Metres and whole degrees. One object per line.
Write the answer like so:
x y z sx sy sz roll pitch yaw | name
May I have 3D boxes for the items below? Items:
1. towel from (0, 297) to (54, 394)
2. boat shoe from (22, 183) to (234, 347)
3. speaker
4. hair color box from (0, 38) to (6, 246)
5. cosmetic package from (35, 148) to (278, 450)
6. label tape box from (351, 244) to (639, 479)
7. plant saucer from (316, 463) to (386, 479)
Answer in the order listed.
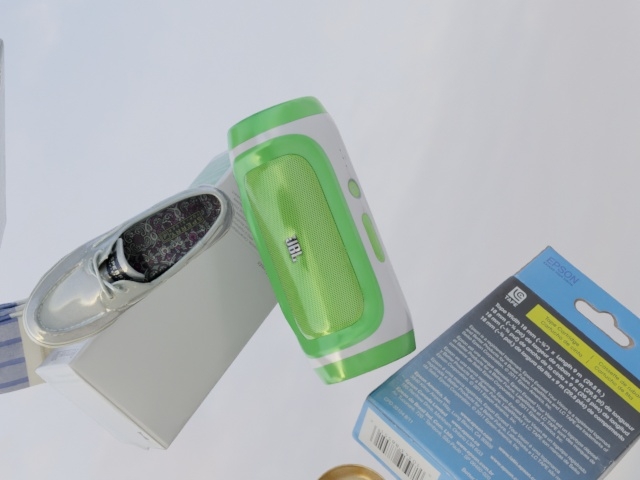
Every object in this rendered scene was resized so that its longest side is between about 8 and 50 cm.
-0.359 0.132 1.717 0.285 0.034 0.209 -15 -35 -17 | towel
-0.180 0.018 1.076 0.227 0.079 0.081 -35 -2 -6 | boat shoe
0.000 0.000 1.266 0.131 0.131 0.297 -16 -96 -66 | speaker
-0.431 -0.078 1.214 0.374 0.185 0.114 118 161 -61 | hair color box
-0.152 0.061 1.393 0.365 0.155 0.197 -52 15 -23 | cosmetic package
0.240 0.191 1.354 0.333 0.240 0.106 -35 -24 -30 | label tape box
0.028 0.234 1.000 0.083 0.083 0.015 -68 -20 -3 | plant saucer
